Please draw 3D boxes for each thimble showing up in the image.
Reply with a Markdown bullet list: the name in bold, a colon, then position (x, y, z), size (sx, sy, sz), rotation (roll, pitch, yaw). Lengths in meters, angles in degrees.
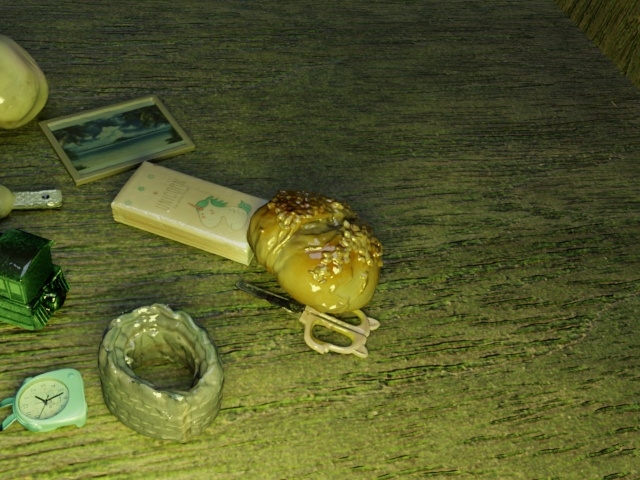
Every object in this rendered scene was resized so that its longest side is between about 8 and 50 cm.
- **thimble**: position (-0.283, 0.235, 1.228), size (0.205, 0.172, 0.236), rotation (-25, 60, -27)

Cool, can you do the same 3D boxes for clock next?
- **clock**: position (-0.491, 0.289, 1.214), size (0.147, 0.045, 0.108), rotation (-9, 50, -19)

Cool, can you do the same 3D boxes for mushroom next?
- **mushroom**: position (-0.790, -0.365, 1.636), size (0.234, 0.260, 0.253), rotation (-34, 61, 8)

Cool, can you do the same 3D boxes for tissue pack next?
- **tissue pack**: position (-0.286, -0.066, 1.566), size (0.326, 0.071, 0.170), rotation (18, 49, 4)

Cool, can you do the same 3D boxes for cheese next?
- **cheese**: position (-0.688, -0.083, 1.502), size (0.235, 0.049, 0.127), rotation (-4, 49, -15)

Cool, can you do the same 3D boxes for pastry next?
- **pastry**: position (0.000, 0.000, 1.447), size (0.285, 0.184, 0.315), rotation (2, 38, -47)

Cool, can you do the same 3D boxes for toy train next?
- **toy train**: position (-0.646, 0.043, 1.312), size (0.331, 0.178, 0.138), rotation (18, 48, 2)

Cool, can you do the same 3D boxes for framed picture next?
- **framed picture**: position (-0.507, -0.260, 1.724), size (0.315, 0.024, 0.232), rotation (-24, 59, -29)

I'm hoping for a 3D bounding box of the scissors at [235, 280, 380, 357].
- **scissors**: position (-0.035, 0.150, 1.459), size (0.318, 0.024, 0.160), rotation (22, 48, 6)
